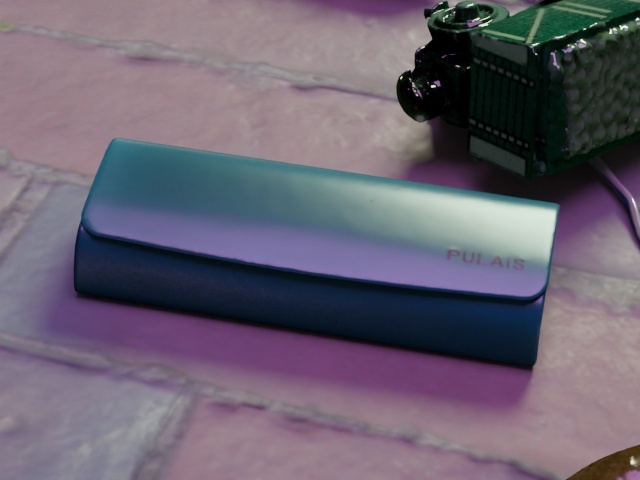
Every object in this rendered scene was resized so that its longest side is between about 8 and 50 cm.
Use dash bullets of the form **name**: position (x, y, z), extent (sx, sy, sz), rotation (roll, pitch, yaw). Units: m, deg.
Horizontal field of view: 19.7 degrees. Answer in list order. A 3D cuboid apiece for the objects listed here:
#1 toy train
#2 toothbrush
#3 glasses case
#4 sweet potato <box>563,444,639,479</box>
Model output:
- **toy train**: position (0.181, -0.139, 1.330), extent (0.269, 0.115, 0.154), rotation (-21, 28, -36)
- **toothbrush**: position (0.210, -0.027, 1.284), extent (0.017, 0.014, 0.162), rotation (-23, 44, -8)
- **glasses case**: position (0.000, 0.001, 1.195), extent (0.301, 0.070, 0.117), rotation (9, 40, 6)
- **sweet potato**: position (0.296, 0.151, 1.027), extent (0.346, 0.079, 0.108), rotation (13, 69, 10)
